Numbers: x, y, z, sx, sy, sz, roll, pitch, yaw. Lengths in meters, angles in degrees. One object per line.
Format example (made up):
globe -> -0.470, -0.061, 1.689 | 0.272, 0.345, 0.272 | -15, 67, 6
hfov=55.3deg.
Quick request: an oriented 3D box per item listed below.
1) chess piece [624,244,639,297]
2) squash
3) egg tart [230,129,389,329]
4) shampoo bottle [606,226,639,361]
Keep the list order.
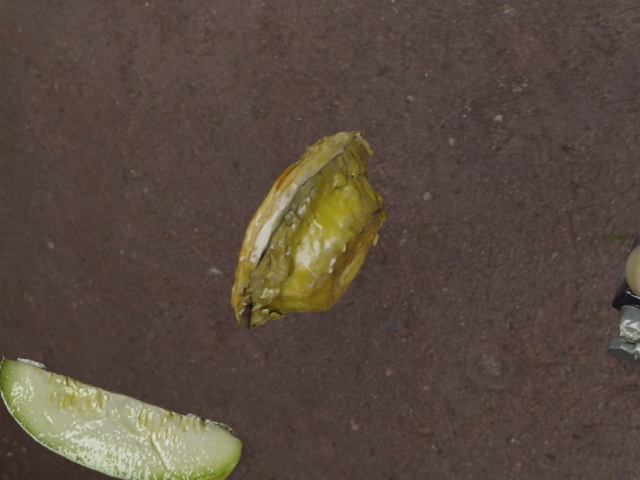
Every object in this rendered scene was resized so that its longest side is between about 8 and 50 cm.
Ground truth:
chess piece -> 0.392, 0.024, 0.612 | 0.094, 0.171, 0.094 | 167, 90, -87
squash -> -0.238, 0.218, 0.702 | 0.170, 0.093, 0.252 | -4, 149, 41
egg tart -> 0.000, 0.000, 0.783 | 0.116, 0.295, 0.294 | 31, 127, 10
shampoo bottle -> 0.388, 0.048, 0.719 | 0.057, 0.207, 0.063 | 25, 158, 14
